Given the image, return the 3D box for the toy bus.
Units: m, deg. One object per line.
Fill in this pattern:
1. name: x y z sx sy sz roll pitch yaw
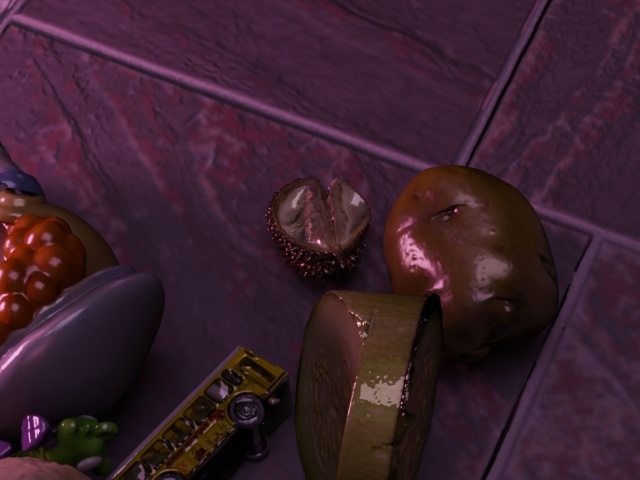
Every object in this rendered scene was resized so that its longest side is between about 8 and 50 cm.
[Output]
1. toy bus: -0.117 0.202 1.520 0.074 0.081 0.226 33 65 25

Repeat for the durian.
1. durian: 0.002 0.001 1.656 0.110 0.071 0.140 -8 41 -13

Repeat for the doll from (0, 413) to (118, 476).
1. doll: -0.247 0.201 1.462 0.190 0.115 0.050 -33 47 31

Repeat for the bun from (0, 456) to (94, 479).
1. bun: -0.251 0.304 1.389 0.259 0.152 0.259 1 95 10

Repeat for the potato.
1. potato: 0.143 0.020 1.604 0.154 0.137 0.200 -13 59 -8

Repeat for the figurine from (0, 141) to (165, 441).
1. figurine: -0.271 0.011 1.567 0.205 0.224 0.382 8 44 -34

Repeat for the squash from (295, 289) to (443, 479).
1. squash: 0.037 0.147 1.470 0.133 0.220 0.220 10 57 3
